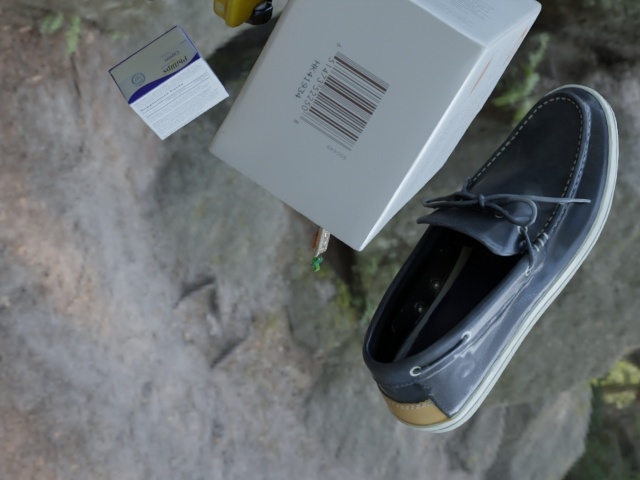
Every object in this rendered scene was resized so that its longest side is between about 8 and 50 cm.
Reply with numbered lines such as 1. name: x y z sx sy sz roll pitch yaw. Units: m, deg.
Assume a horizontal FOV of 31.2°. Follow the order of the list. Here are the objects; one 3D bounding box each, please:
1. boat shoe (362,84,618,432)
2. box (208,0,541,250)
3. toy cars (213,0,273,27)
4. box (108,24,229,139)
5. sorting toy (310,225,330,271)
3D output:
1. boat shoe: 0.215 0.000 1.436 0.156 0.186 0.500 43 75 -41
2. box: 0.068 -0.163 1.111 0.168 0.215 0.345 34 23 7
3. toy cars: 0.009 -0.366 1.046 0.394 0.087 0.176 -57 163 1
4. box: -0.222 -0.231 1.690 0.072 0.126 0.137 57 1 21
5. sorting toy: 0.000 0.000 1.341 0.062 0.012 0.083 -39 144 -76
